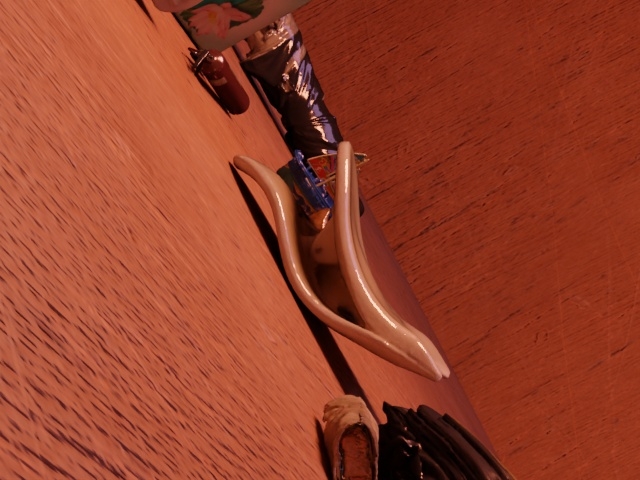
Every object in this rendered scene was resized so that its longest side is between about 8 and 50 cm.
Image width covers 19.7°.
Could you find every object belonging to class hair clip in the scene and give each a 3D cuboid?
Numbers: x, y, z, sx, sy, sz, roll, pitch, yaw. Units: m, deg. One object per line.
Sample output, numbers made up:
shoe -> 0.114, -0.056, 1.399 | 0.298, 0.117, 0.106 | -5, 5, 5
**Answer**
hair clip -> 0.019, 0.026, 1.784 | 0.172, 0.113, 0.282 | 17, 49, -83

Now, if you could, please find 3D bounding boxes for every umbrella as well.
umbrella -> -0.036, -0.187, 2.637 | 0.113, 0.106, 0.357 | -43, 112, -76

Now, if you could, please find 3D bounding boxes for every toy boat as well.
toy boat -> 0.006, -0.074, 2.158 | 0.091, 0.110, 0.175 | 62, 6, 20

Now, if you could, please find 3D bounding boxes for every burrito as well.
burrito -> 0.024, 0.152, 1.371 | 0.149, 0.041, 0.055 | -99, 173, -77

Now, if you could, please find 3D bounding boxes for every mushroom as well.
mushroom -> 0.000, 0.000, 1.990 | 0.060, 0.061, 0.187 | 56, 0, -1

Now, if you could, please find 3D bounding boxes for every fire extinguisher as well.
fire extinguisher -> -0.112, -0.180, 1.977 | 0.173, 0.035, 0.049 | 57, 8, -73

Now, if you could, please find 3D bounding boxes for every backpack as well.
backpack -> 0.110, 0.220, 1.466 | 0.206, 0.133, 0.258 | 49, 4, -29

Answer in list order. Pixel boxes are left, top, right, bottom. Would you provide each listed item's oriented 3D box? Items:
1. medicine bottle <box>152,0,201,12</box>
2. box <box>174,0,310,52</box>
medicine bottle -> -0.174, -0.329, 1.822 | 0.216, 0.090, 0.090 | 64, 5, 24
box -> -0.119, -0.326, 2.038 | 0.092, 0.153, 0.245 | 64, 7, 31
